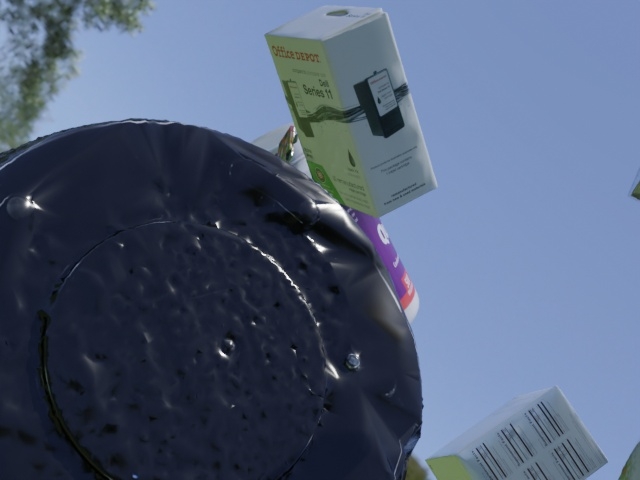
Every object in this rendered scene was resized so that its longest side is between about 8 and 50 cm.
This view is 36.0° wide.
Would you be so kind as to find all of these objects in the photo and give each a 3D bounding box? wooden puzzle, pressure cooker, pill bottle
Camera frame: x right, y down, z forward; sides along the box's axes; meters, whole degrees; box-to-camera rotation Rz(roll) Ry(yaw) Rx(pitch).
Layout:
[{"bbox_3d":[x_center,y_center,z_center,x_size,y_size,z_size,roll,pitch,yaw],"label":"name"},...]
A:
[{"bbox_3d":[-0.045,-0.107,1.208,0.006,0.049,0.083,17,-39,-18],"label":"wooden puzzle"},{"bbox_3d":[-0.170,0.150,0.762,0.370,0.375,0.420,21,-30,-18],"label":"pressure cooker"},{"bbox_3d":[0.000,0.000,1.397,0.181,0.181,0.323,12,-48,63],"label":"pill bottle"}]

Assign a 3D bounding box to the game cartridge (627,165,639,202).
[{"bbox_3d":[0.224,-0.054,0.656,0.017,0.056,0.083,21,-7,11],"label":"game cartridge"}]

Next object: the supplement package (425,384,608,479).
[{"bbox_3d":[0.313,0.359,1.601,0.149,0.203,0.194,57,-15,7],"label":"supplement package"}]

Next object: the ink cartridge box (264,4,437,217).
[{"bbox_3d":[0.032,-0.146,1.095,0.153,0.087,0.208,26,-41,60],"label":"ink cartridge box"}]

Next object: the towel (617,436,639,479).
[{"bbox_3d":[0.417,0.317,1.076,0.090,0.374,0.320,14,-47,0],"label":"towel"}]
